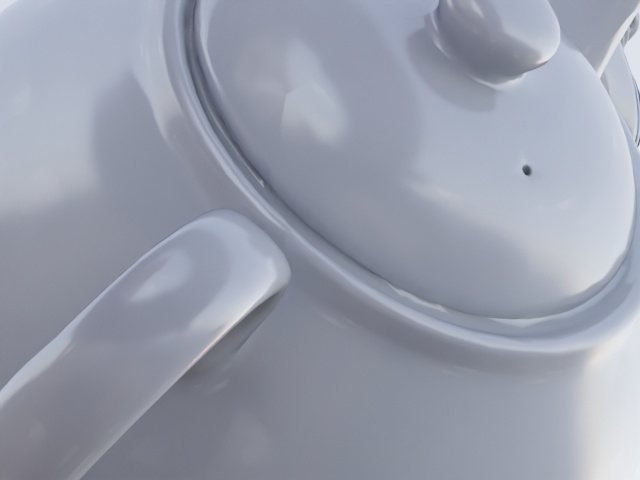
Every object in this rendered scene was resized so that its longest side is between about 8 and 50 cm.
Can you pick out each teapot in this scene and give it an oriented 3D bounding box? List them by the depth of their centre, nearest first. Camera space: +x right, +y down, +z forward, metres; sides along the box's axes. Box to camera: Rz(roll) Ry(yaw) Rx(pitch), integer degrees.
[{"bbox_3d":[0.000,0.000,0.483,0.252,0.256,0.187,12,-43,-27],"label":"teapot"}]

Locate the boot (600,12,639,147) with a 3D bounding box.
[{"bbox_3d":[0.109,-0.088,0.741,0.086,0.190,0.069,8,-52,-29],"label":"boot"}]
